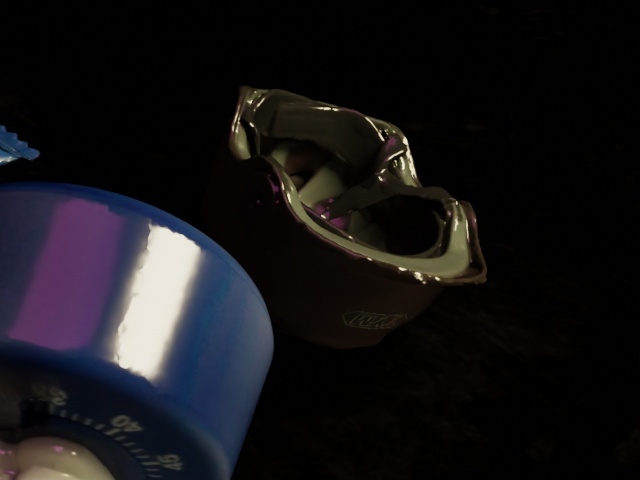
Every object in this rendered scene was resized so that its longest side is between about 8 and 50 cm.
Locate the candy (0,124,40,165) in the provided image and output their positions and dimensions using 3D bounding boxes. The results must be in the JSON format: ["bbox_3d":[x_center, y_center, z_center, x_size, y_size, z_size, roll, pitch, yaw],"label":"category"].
[{"bbox_3d":[-0.470,-0.084,0.989,0.187,0.077,0.331,34,42,27],"label":"candy"}]

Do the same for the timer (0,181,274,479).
[{"bbox_3d":[-0.185,0.185,0.599,0.270,0.270,0.383,6,49,2],"label":"timer"}]

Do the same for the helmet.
[{"bbox_3d":[0.000,0.000,0.907,0.225,0.177,0.305,14,33,-32],"label":"helmet"}]

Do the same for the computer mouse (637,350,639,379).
[{"bbox_3d":[0.369,0.076,0.921,0.137,0.096,0.233,11,36,10],"label":"computer mouse"}]
